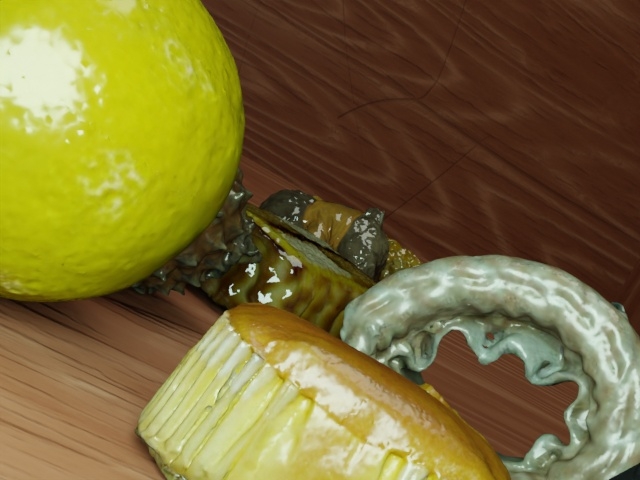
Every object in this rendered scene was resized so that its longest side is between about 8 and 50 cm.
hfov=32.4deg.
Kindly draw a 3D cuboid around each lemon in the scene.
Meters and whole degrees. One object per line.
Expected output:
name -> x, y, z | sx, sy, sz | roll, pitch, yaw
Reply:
lemon -> -0.156, -0.071, 0.673 | 0.219, 0.240, 0.240 | 37, 2, -29

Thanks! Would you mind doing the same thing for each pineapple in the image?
pineapple -> -0.128, -0.031, 0.881 | 0.193, 0.166, 0.166 | 30, 5, -20

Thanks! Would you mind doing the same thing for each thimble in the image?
thimble -> 0.136, 0.114, 0.827 | 0.229, 0.196, 0.148 | 1, -8, 19

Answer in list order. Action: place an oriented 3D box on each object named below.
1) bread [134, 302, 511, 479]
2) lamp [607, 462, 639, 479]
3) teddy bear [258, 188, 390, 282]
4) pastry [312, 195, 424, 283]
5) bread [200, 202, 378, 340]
bread -> 0.008, 0.110, 0.599 | 0.190, 0.114, 0.132 | 36, 3, 1
lamp -> 0.240, 0.263, 0.595 | 0.283, 0.124, 0.203 | 34, 26, 4
teddy bear -> 0.000, 0.000, 1.465 | 0.190, 0.140, 0.177 | 23, 7, 11
pastry -> 0.066, 0.032, 1.636 | 0.250, 0.102, 0.154 | 33, 7, 20
bread -> -0.034, 0.038, 1.095 | 0.181, 0.096, 0.222 | 38, 8, 36
